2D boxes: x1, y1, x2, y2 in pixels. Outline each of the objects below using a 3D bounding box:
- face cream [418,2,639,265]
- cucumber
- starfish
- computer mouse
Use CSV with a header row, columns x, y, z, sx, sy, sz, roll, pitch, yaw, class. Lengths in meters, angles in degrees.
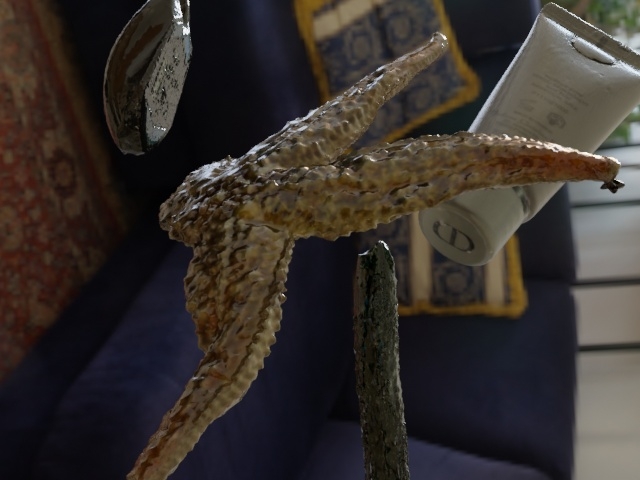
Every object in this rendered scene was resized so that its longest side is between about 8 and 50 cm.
x,y,z,sx,sy,sz,roll,pitch,yaw,class
0.204,-0.106,1.178,0.314,0.143,0.089,-50,165,-29,face cream
0.052,0.126,1.118,0.044,0.043,0.256,-31,120,-64,cucumber
-0.006,-0.010,0.929,0.132,0.384,0.398,67,-9,-19,starfish
-0.129,-0.127,0.918,0.079,0.047,0.135,68,39,-74,computer mouse
